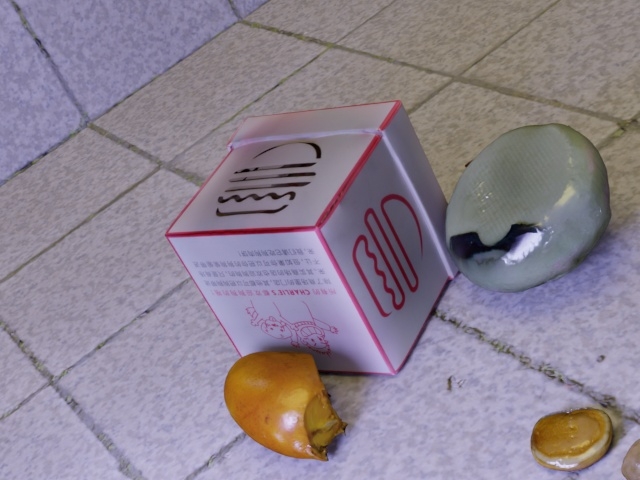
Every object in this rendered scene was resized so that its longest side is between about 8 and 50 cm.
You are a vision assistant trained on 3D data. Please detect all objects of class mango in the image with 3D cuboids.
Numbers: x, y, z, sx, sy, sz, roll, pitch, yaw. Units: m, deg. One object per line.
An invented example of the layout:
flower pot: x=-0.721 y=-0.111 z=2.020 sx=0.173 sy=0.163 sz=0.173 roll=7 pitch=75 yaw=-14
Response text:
mango: x=-0.058 y=0.228 z=1.806 sx=0.154 sy=0.126 sz=0.252 roll=-26 pitch=27 yaw=-20

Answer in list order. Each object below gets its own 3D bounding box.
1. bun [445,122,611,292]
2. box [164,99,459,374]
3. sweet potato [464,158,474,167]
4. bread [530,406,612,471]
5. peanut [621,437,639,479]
bun: x=0.327 y=-0.033 z=1.857 sx=0.283 sy=0.179 sz=0.283 roll=-34 pitch=35 yaw=29
box: x=0.000 y=0.000 z=1.922 sx=0.314 sy=0.312 sz=0.300 roll=-2 pitch=39 yaw=36
sweet potato: x=0.296 y=-0.136 z=2.167 sx=0.095 sy=0.034 sz=0.034 roll=1 pitch=41 yaw=40
bread: x=0.317 y=0.249 z=1.560 sx=0.110 sy=0.024 sz=0.110 roll=-21 pitch=31 yaw=13
peanut: x=0.439 y=0.242 z=1.406 sx=0.193 sy=0.089 sz=0.089 roll=-21 pitch=30 yaw=12
